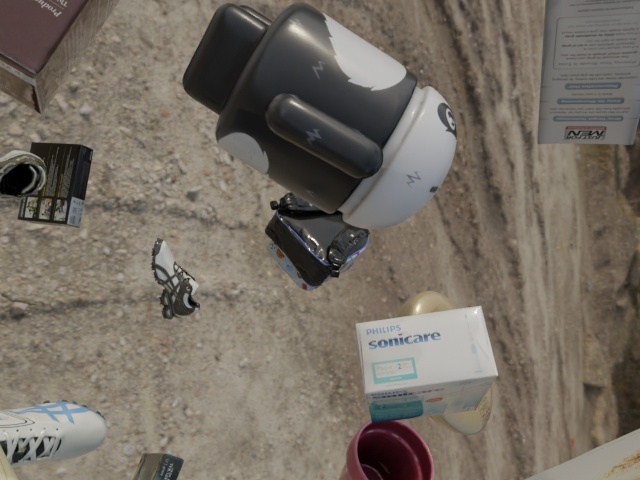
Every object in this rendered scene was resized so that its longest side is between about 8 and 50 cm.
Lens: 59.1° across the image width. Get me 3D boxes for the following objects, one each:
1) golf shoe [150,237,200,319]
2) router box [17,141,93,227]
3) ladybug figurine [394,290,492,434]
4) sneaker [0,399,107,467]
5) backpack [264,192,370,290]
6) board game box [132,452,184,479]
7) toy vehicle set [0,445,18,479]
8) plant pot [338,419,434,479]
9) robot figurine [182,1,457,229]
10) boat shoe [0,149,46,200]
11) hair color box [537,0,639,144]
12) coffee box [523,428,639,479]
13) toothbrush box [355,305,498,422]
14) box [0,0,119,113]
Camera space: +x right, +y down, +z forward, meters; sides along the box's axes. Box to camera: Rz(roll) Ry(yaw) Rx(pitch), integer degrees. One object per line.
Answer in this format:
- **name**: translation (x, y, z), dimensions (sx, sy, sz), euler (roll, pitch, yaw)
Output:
- **golf shoe**: translation (-0.323, 0.082, 1.272), dimensions (0.077, 0.094, 0.198), euler (-93, 177, -64)
- **router box**: translation (-0.579, -0.123, 1.232), dimensions (0.046, 0.133, 0.178), euler (30, 67, -73)
- **ladybug figurine**: translation (0.343, 0.361, 1.634), dimensions (0.305, 0.162, 0.449), euler (-32, 98, -43)
- **sneaker**: translation (-0.355, 0.230, 0.634), dimensions (0.237, 0.086, 0.085), euler (15, 102, -42)
- **backpack**: translation (0.000, 0.000, 1.608), dimensions (0.263, 0.213, 0.276), euler (-25, 71, -42)
- **board game box**: translation (-0.218, 0.323, 0.683), dimensions (0.026, 0.186, 0.126), euler (26, 62, -15)
- **toy vehicle set**: translation (-0.300, 0.199, 0.428), dimensions (0.035, 0.166, 0.266), euler (-13, 141, -50)
- **plant pot**: translation (0.134, 0.544, 1.312), dimensions (0.201, 0.201, 0.180), euler (-44, 166, -51)
- **robot figurine**: translation (0.006, -0.131, 0.583), dimensions (0.278, 0.173, 0.209), euler (31, 59, -6)
- **boat shoe**: translation (-0.483, -0.097, 0.901), dimensions (0.219, 0.070, 0.077), euler (-91, -172, -76)
- **hair color box**: translation (0.516, -0.347, 1.060), dimensions (0.374, 0.186, 0.113), euler (65, 35, -52)
- **coffee box**: translation (0.429, 0.494, 0.703), dimensions (0.338, 0.338, 0.334), euler (57, 16, -3)
- **toothbrush box**: translation (0.185, 0.239, 1.038), dimensions (0.295, 0.217, 0.126), euler (77, 5, -61)
- **box**: translation (-0.351, -0.292, 0.653), dimensions (0.169, 0.167, 0.203), euler (32, 76, -19)
